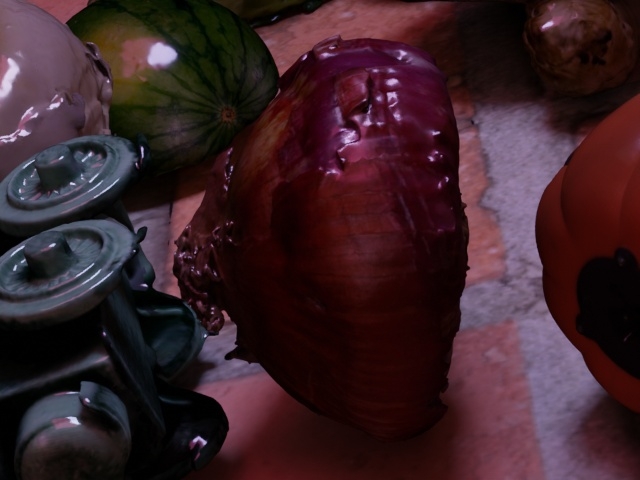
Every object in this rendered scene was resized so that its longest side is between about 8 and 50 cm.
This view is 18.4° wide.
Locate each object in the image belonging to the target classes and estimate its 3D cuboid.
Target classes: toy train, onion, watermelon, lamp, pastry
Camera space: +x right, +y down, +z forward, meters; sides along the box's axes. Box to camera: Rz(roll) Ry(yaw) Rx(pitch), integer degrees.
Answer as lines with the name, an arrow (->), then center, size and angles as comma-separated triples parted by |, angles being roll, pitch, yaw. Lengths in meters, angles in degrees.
toy train -> -0.185, 0.063, 1.149 | 0.238, 0.167, 0.299 | -20, 25, 4
onion -> 0.000, 0.000, 1.090 | 0.163, 0.230, 0.230 | -3, 28, 3
watermelon -> -0.144, -0.127, 1.529 | 0.204, 0.127, 0.232 | -29, 24, -17
lamp -> 0.210, 0.003, 1.018 | 0.164, 0.188, 0.187 | -30, 30, -30
pastry -> -0.263, -0.066, 1.394 | 0.265, 0.133, 0.265 | -21, 49, 27

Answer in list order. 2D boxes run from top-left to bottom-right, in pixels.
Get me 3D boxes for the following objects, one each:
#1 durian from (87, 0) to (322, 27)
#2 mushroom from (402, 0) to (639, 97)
durian -> -0.101, -0.297, 1.705 | 0.204, 0.340, 0.256 | 31, 74, 31
mushroom -> 0.206, -0.256, 1.495 | 0.345, 0.239, 0.345 | 13, 22, -5
